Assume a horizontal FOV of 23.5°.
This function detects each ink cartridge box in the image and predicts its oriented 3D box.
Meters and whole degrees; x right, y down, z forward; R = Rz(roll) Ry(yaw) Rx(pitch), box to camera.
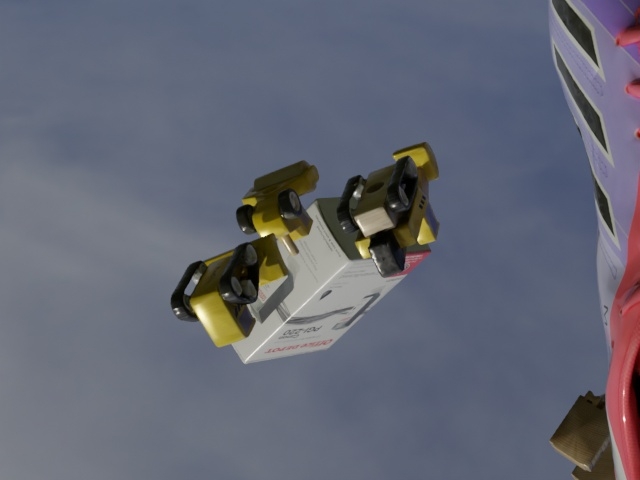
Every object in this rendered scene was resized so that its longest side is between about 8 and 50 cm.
[{"bbox_3d":[0.000,0.045,1.820,0.158,0.218,0.092,-5,-120,-48],"label":"ink cartridge box"}]

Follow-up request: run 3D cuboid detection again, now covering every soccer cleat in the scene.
[{"bbox_3d":[0.120,-0.006,0.494,0.083,0.248,0.095,-5,-175,13],"label":"soccer cleat"}]

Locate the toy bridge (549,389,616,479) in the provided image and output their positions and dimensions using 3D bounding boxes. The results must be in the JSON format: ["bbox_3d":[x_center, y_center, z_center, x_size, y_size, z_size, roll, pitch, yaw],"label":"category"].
[{"bbox_3d":[0.166,0.112,0.849,0.026,0.188,0.063,32,-97,26],"label":"toy bridge"}]

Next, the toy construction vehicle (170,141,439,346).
[{"bbox_3d":[0.000,0.000,0.546,0.085,0.035,0.098,-21,-160,19],"label":"toy construction vehicle"}]
